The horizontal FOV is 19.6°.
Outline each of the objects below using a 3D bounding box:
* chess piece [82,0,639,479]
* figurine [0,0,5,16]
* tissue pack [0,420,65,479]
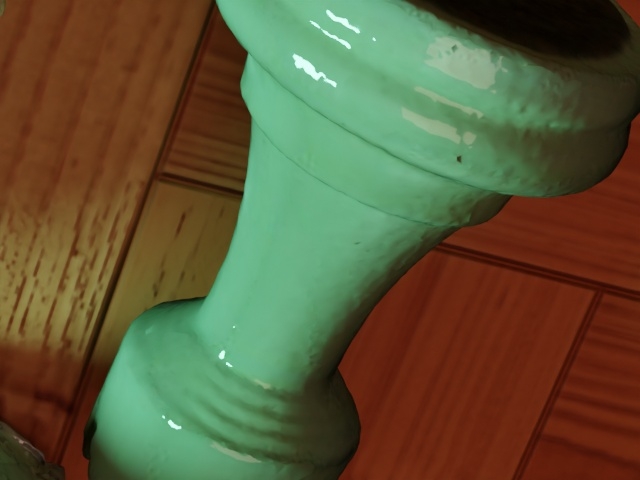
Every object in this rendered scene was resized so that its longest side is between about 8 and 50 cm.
[{"bbox_3d":[0.000,0.000,0.827,0.194,0.195,0.299,17,118,-22],"label":"chess piece"},{"bbox_3d":[-0.226,-0.077,0.751,0.263,0.143,0.162,-51,126,-8],"label":"figurine"},{"bbox_3d":[-0.240,0.201,0.837,0.271,0.201,0.124,-39,121,7],"label":"tissue pack"}]
